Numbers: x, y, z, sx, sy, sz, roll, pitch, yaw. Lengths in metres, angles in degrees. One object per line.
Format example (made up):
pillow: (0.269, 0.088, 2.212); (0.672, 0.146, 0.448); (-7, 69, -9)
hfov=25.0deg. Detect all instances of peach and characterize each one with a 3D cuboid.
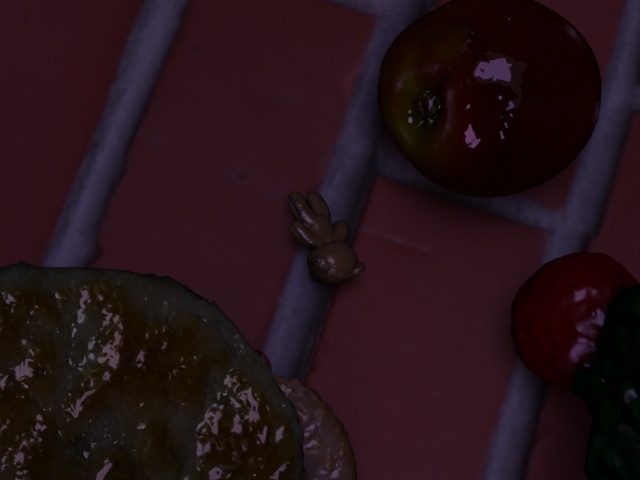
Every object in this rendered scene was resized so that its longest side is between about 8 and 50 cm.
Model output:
peach: (0.160, -0.133, 1.279); (0.197, 0.197, 0.197); (2, 73, -5)

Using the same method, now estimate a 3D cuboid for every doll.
doll: (0.005, -0.005, 1.286); (0.061, 0.051, 0.093); (-1, 74, -35)

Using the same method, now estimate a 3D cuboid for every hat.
hat: (0.299, 0.126, 1.195); (0.242, 0.274, 0.332); (-29, 51, -15)

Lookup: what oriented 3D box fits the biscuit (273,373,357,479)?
biscuit: (-0.070, 0.211, 1.196); (0.220, 0.033, 0.220); (0, 90, -10)

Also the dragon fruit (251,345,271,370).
dragon fruit: (-0.077, 0.130, 1.236); (0.083, 0.056, 0.060); (-31, 101, -7)

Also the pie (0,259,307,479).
pie: (-0.153, 0.175, 1.094); (0.296, 0.078, 0.371); (-30, 98, -27)
